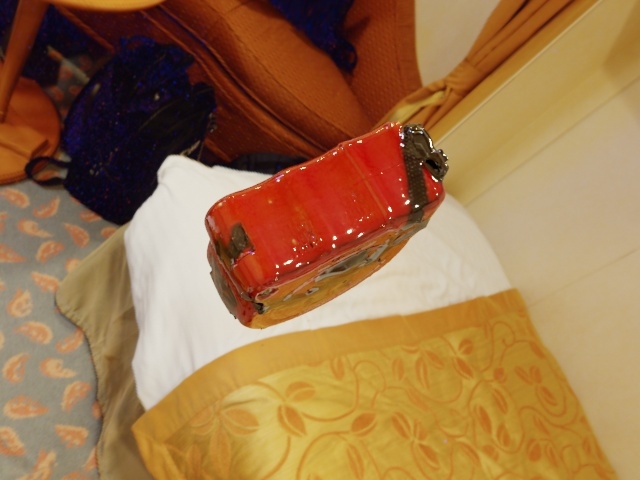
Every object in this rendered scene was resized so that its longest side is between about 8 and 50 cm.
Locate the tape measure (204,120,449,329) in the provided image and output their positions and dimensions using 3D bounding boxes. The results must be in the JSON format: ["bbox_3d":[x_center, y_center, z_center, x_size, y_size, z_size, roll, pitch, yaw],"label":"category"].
[{"bbox_3d":[0.000,0.000,0.611,0.253,0.260,0.114,-26,73,-15],"label":"tape measure"}]
